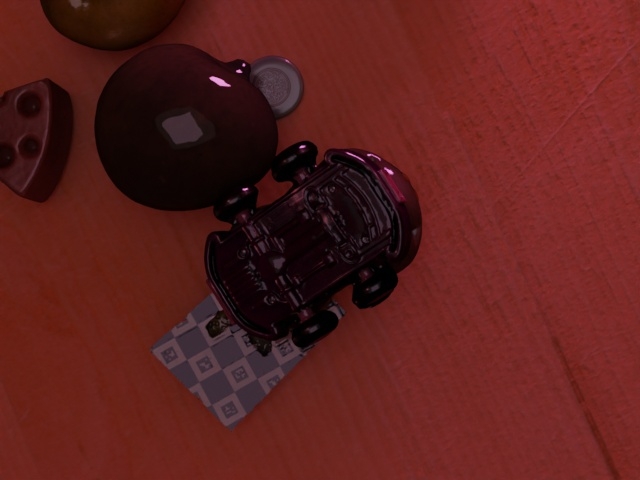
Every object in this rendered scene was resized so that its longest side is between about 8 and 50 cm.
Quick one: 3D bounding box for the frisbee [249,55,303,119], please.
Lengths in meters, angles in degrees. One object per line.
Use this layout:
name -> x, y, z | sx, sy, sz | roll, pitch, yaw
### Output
frisbee -> -0.083, -0.260, 1.714 | 0.110, 0.014, 0.110 | 0, 89, 4

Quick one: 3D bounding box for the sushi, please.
sushi -> -0.117, 0.151, 1.687 | 0.192, 0.043, 0.279 | 44, 85, 5

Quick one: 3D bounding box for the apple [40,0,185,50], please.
apple -> -0.336, -0.435, 1.643 | 0.261, 0.194, 0.260 | 2, 106, 6

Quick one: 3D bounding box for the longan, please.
longan -> -0.210, -0.185, 1.610 | 0.300, 0.243, 0.300 | 3, 74, -11

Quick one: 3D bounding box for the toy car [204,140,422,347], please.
toy car -> 0.000, 0.000, 1.595 | 0.341, 0.240, 0.271 | -33, 84, 14

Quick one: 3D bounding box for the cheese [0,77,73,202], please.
cheese -> -0.495, -0.192, 1.691 | 0.203, 0.128, 0.177 | 41, 89, 8
